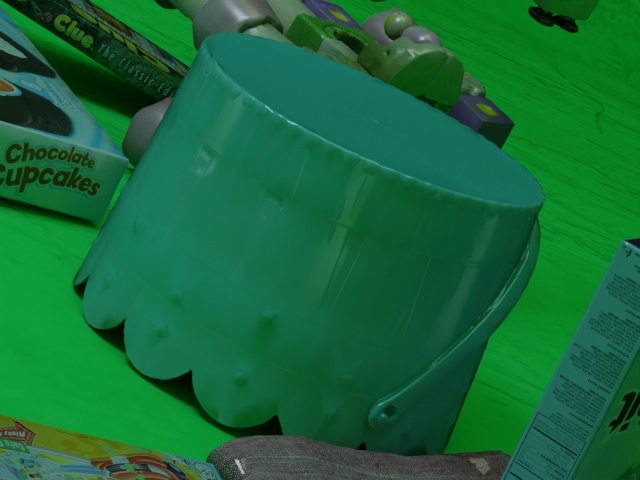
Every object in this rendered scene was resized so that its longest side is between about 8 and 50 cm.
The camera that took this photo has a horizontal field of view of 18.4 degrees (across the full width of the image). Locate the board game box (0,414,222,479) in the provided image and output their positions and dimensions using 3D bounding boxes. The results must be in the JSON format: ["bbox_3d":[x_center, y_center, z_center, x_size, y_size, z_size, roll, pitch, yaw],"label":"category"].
[{"bbox_3d":[-0.109,0.132,0.976,0.154,0.026,0.103,17,19,-29],"label":"board game box"}]

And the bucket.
[{"bbox_3d":[0.000,0.000,1.267,0.281,0.183,0.281,24,16,-7],"label":"bucket"}]

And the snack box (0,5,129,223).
[{"bbox_3d":[-0.284,-0.126,1.449,0.187,0.060,0.322,15,20,-35],"label":"snack box"}]

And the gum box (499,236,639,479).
[{"bbox_3d":[0.178,0.083,1.139,0.041,0.184,0.157,33,19,24],"label":"gum box"}]

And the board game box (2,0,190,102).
[{"bbox_3d":[-0.186,-0.175,1.698,0.260,0.030,0.136,33,11,-22],"label":"board game box"}]

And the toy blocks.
[{"bbox_3d":[0.003,-0.177,1.588,0.289,0.309,0.260,9,29,-45],"label":"toy blocks"}]

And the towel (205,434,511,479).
[{"bbox_3d":[0.113,0.209,1.058,0.237,0.037,0.329,8,24,-44],"label":"towel"}]
